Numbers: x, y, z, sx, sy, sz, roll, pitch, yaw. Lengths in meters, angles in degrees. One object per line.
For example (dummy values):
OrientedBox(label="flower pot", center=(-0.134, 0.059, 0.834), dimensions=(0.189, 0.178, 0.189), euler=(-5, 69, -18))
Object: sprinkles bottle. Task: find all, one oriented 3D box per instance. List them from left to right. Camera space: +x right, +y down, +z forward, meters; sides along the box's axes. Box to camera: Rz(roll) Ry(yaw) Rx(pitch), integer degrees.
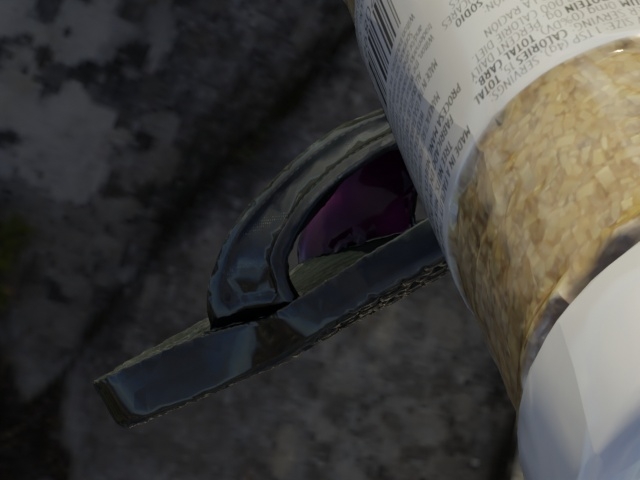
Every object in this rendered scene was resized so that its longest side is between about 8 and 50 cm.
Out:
OrientedBox(label="sprinkles bottle", center=(0.083, -0.034, 0.589), dimensions=(0.121, 0.121, 0.355), euler=(-43, 32, 17))

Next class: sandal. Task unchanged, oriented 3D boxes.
OrientedBox(label="sandal", center=(-0.002, 0.001, 1.191), dimensions=(0.446, 0.167, 0.107), euler=(-28, 91, 41))
